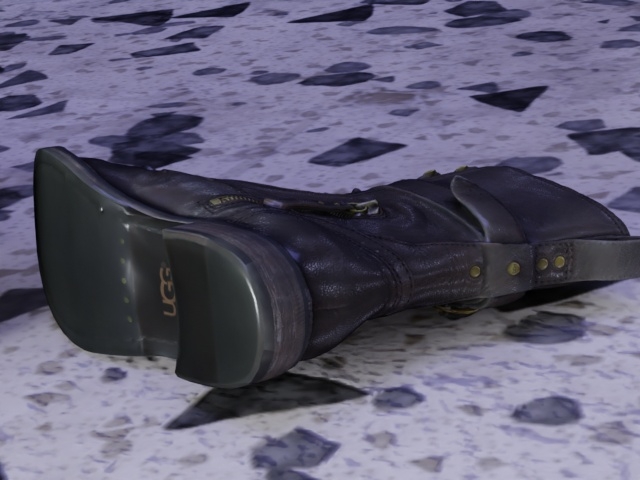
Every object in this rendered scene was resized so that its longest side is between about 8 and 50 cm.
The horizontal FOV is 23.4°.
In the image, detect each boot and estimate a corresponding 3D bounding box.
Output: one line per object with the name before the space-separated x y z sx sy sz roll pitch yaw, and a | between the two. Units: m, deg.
boot | 0.000 0.000 0.767 0.229 0.091 0.263 -12 23 -35
